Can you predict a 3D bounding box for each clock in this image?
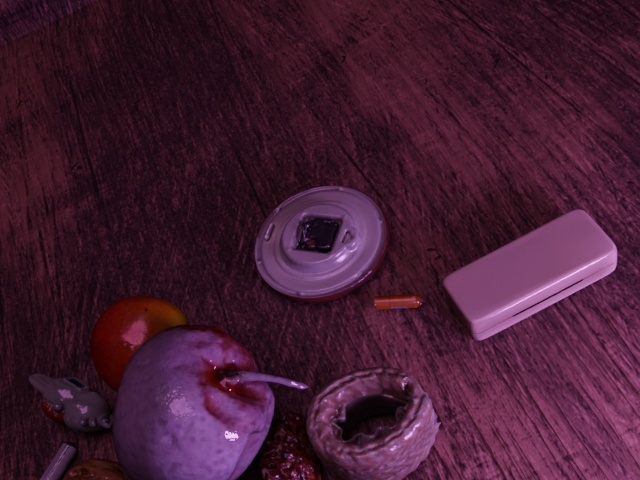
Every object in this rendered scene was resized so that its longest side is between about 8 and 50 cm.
[{"bbox_3d":[0.000,0.000,1.877,0.319,0.080,0.318,-10,51,12],"label":"clock"}]

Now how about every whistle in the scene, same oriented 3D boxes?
[{"bbox_3d":[-0.542,0.351,1.781,0.253,0.101,0.105,23,68,29],"label":"whistle"}]

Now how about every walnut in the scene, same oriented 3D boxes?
[{"bbox_3d":[-0.431,0.501,1.602,0.184,0.155,0.155,7,57,22],"label":"walnut"}]

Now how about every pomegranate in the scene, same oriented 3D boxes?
[{"bbox_3d":[-0.362,0.221,1.754,0.257,0.220,0.220,-2,53,8],"label":"pomegranate"}]

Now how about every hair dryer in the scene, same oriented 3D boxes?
[{"bbox_3d":[-0.563,0.522,1.694,0.131,0.073,0.236,10,49,23],"label":"hair dryer"}]

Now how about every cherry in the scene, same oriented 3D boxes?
[{"bbox_3d":[-0.244,0.335,1.541,0.334,0.292,0.326,-64,32,7],"label":"cherry"}]

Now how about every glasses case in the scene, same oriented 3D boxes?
[{"bbox_3d":[0.426,0.068,1.681,0.337,0.076,0.144,-26,50,-2],"label":"glasses case"}]

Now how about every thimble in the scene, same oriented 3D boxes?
[{"bbox_3d":[0.096,0.349,1.539,0.229,0.148,0.196,-32,48,-9],"label":"thimble"}]

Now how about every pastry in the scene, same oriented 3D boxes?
[{"bbox_3d":[-0.059,0.419,1.553,0.097,0.115,0.208,-28,35,13],"label":"pastry"}]

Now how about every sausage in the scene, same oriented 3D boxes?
[{"bbox_3d":[0.170,0.131,1.751,0.107,0.031,0.031,-4,53,14],"label":"sausage"}]
